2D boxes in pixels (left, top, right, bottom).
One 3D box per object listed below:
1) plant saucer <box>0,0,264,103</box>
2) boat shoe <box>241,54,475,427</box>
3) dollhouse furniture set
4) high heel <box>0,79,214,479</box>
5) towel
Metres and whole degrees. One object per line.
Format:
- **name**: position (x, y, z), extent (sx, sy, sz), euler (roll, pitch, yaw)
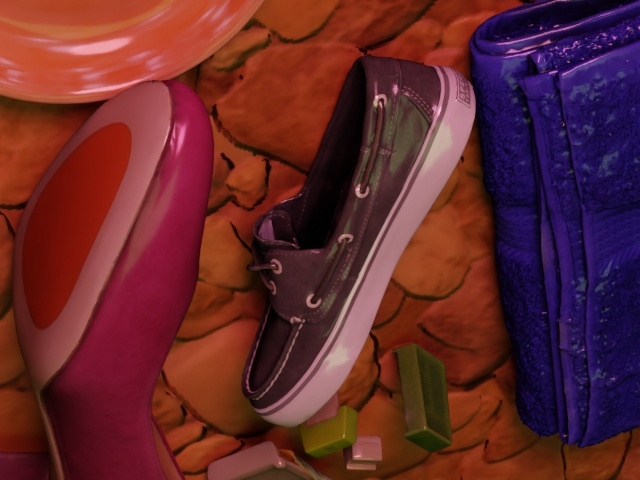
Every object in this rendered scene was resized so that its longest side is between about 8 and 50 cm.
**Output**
- **plant saucer**: position (-0.109, -0.153, 0.791), extent (0.200, 0.037, 0.200), euler (-10, 131, -11)
- **boat shoe**: position (0.000, 0.000, 0.936), extent (0.076, 0.080, 0.228), euler (17, 120, -24)
- **dollhouse furniture set**: position (0.004, 0.117, 1.071), extent (0.152, 0.058, 0.076), euler (-24, 144, 27)
- **high heel**: position (-0.082, 0.068, 0.936), extent (0.181, 0.127, 0.377), euler (8, 136, -24)
- **towel**: position (0.209, -0.017, 0.997), extent (0.228, 0.076, 0.308), euler (-17, 132, -5)
